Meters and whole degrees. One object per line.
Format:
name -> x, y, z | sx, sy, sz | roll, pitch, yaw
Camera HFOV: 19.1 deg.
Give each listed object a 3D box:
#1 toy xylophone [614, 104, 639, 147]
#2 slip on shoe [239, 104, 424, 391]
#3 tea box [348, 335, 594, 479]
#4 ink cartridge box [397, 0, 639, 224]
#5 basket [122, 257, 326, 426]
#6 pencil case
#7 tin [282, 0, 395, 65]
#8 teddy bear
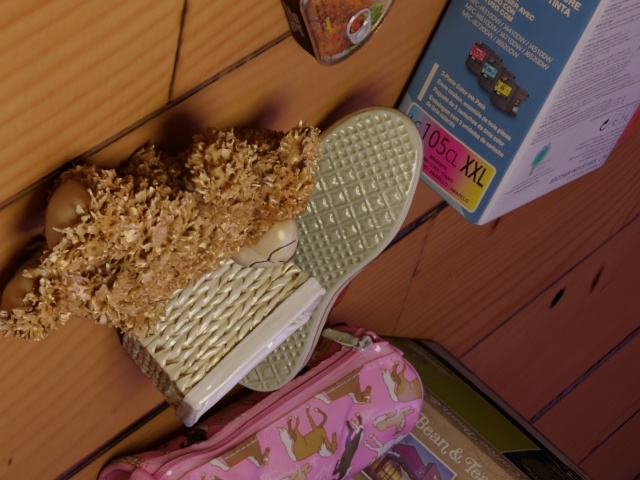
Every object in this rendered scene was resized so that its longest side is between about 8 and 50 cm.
toy xylophone -> 0.326, -0.174, 2.230 | 0.323, 0.081, 0.236 | -22, 147, -51
slip on shoe -> 0.000, 0.000, 1.849 | 0.331, 0.123, 0.101 | -62, 179, 30
tea box -> 0.145, 0.300, 2.342 | 0.220, 0.329, 0.323 | -52, 158, 10
ink cartridge box -> 0.256, -0.235, 1.879 | 0.270, 0.151, 0.395 | -24, 150, -50
basket -> -0.092, 0.074, 1.749 | 0.167, 0.103, 0.113 | -42, 175, -16
pencil case -> -0.062, 0.227, 2.039 | 0.160, 0.167, 0.386 | -8, -162, 48
tin -> 0.017, -0.216, 1.586 | 0.106, 0.040, 0.189 | -42, 159, -9
teddy bear -> -0.122, -0.003, 1.573 | 0.245, 0.113, 0.338 | -54, 159, 18
